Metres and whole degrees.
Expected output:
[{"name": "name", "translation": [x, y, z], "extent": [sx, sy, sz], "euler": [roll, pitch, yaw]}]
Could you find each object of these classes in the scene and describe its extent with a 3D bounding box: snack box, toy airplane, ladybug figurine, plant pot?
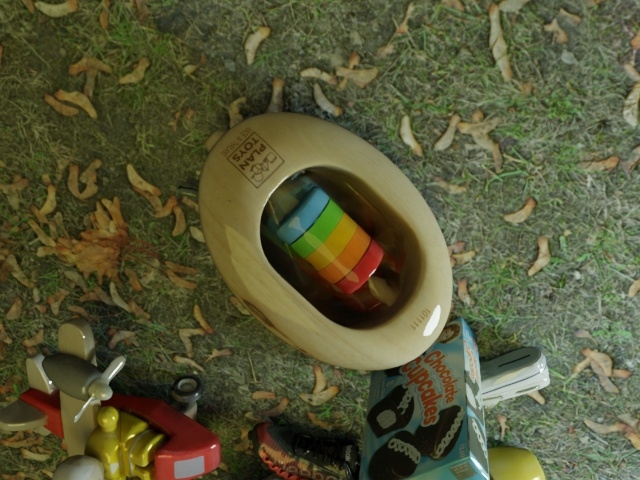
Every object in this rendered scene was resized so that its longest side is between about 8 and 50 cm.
[{"name": "snack box", "translation": [0.160, 0.268, 1.126], "extent": [0.187, 0.322, 0.060], "euler": [-30, 111, 22]}, {"name": "toy airplane", "translation": [-0.425, 0.361, 1.315], "extent": [0.384, 0.272, 0.386], "euler": [-34, 107, 25]}, {"name": "ladybug figurine", "translation": [0.000, 0.000, 1.078], "extent": [0.305, 0.162, 0.449], "euler": [-46, 103, -11]}, {"name": "plant pot", "translation": [0.347, 0.428, 1.297], "extent": [0.095, 0.134, 0.134], "euler": [-21, 114, -7]}]

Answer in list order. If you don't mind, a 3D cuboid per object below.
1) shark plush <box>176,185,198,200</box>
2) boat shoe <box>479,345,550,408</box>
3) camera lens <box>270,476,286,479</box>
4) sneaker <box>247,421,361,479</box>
[{"name": "shark plush", "translation": [-0.151, -0.058, 1.161], "extent": [0.161, 0.067, 0.073], "euler": [34, 118, -8]}, {"name": "boat shoe", "translation": [0.282, 0.255, 1.232], "extent": [0.226, 0.083, 0.076], "euler": [-19, 111, 19]}, {"name": "camera lens", "translation": [-0.069, 0.614, 1.363], "extent": [0.219, 0.219, 0.274], "euler": [-45, 75, 27]}, {"name": "sneaker", "translation": [-0.003, 0.412, 1.361], "extent": [0.276, 0.098, 0.135], "euler": [35, 118, -11]}]
